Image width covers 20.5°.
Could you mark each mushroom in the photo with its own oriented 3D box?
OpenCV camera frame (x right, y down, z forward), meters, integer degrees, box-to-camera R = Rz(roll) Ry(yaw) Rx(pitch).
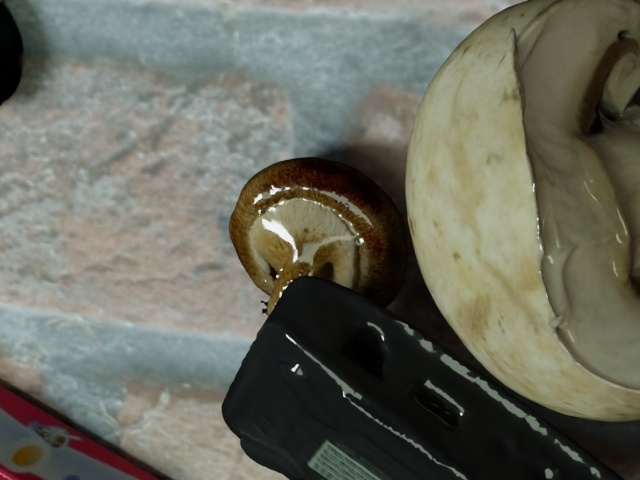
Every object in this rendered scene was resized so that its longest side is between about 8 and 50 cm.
[{"bbox_3d":[0.000,0.000,1.187,0.127,0.087,0.127,10,123,16],"label":"mushroom"},{"bbox_3d":[0.152,-0.019,1.074,0.189,0.195,0.254,-9,95,57],"label":"mushroom"}]

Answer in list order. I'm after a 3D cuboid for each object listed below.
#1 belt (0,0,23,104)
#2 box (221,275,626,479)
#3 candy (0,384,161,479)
[{"bbox_3d":[-0.274,-0.142,1.245,0.105,0.058,0.140,-35,98,29],"label":"belt"},{"bbox_3d":[0.068,0.157,1.176,0.290,0.073,0.289,36,158,2],"label":"box"},{"bbox_3d":[-0.254,0.212,1.393,0.306,0.100,0.157,29,122,5],"label":"candy"}]
